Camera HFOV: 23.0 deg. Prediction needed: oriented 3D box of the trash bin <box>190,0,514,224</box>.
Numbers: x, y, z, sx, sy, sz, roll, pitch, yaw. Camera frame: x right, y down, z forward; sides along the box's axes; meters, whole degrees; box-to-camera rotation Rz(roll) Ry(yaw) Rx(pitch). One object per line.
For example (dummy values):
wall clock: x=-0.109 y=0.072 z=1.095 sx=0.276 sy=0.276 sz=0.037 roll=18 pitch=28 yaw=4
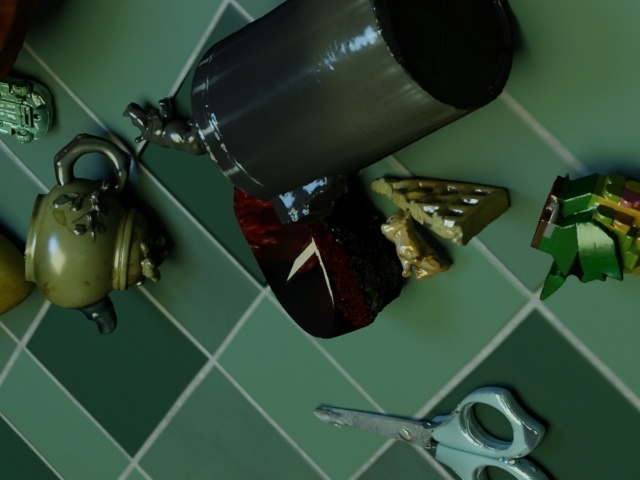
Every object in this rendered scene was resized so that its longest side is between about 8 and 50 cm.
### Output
trash bin: x=0.032 y=-0.176 z=1.656 sx=0.301 sy=0.203 sz=0.252 roll=-25 pitch=74 yaw=45

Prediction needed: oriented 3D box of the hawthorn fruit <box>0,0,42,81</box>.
hawthorn fruit: x=-0.552 y=-0.330 z=1.883 sx=0.471 sy=0.472 sz=0.472 roll=21 pitch=129 yaw=28

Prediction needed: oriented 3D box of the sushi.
sushi: x=0.000 y=0.000 z=1.861 sx=0.136 sy=0.126 sz=0.225 roll=-22 pitch=96 yaw=47

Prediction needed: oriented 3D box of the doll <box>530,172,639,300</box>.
doll: x=0.306 y=-0.005 z=1.611 sx=0.186 sy=0.106 sz=0.134 roll=-3 pitch=122 yaw=23

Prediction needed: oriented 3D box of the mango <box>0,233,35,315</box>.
mango: x=-0.603 y=0.045 z=2.340 sx=0.384 sy=0.199 sz=0.221 roll=7 pitch=116 yaw=22

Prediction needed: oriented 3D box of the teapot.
teapot: x=-0.291 y=-0.005 z=2.086 sx=0.182 sy=0.173 sz=0.269 roll=9 pitch=105 yaw=-3

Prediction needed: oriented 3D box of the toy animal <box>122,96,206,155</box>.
toy animal: x=-0.196 y=-0.143 z=1.978 sx=0.135 sy=0.047 sz=0.065 roll=14 pitch=134 yaw=26

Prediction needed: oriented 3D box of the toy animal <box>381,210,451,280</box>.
toy animal: x=0.110 y=-0.001 z=1.825 sx=0.060 sy=0.081 sz=0.083 roll=121 pitch=141 yaw=-53

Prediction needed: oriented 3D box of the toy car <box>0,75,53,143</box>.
toy car: x=-0.445 y=-0.194 z=2.142 sx=0.186 sy=0.058 sz=0.093 roll=14 pitch=126 yaw=18

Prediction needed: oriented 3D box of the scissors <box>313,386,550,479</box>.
scissors: x=0.131 y=0.248 z=1.977 sx=0.360 sy=0.029 sz=0.191 roll=7 pitch=123 yaw=36

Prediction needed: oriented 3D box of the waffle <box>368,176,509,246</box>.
waffle: x=0.102 y=-0.034 z=1.751 sx=0.191 sy=0.125 sz=0.032 roll=6 pitch=119 yaw=34
